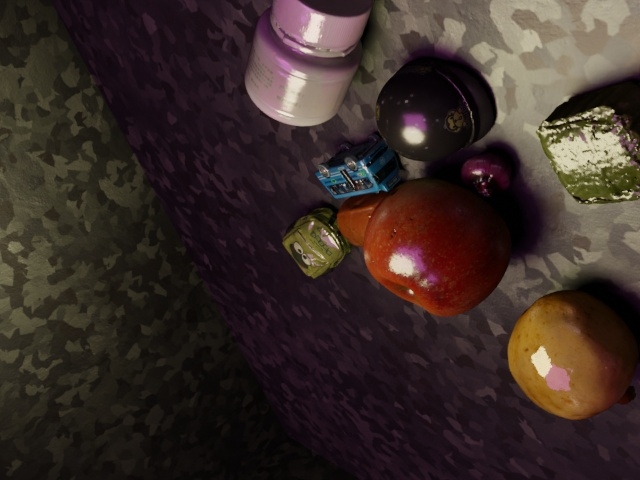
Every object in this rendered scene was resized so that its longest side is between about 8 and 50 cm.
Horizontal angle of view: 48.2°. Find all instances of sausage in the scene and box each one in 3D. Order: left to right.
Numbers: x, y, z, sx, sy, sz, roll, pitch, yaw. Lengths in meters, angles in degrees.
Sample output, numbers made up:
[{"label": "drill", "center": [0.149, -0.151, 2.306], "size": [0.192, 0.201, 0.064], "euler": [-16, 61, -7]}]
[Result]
[{"label": "sausage", "center": [0.148, -0.060, 1.975], "size": [0.141, 0.153, 0.268], "euler": [49, 155, -17]}]

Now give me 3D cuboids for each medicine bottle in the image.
[{"label": "medicine bottle", "center": [-0.027, -0.455, 1.648], "size": [0.256, 0.256, 0.325], "euler": [42, 142, 15]}]

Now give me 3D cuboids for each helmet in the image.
[{"label": "helmet", "center": [0.230, -0.272, 1.596], "size": [0.278, 0.160, 0.231], "euler": [12, 133, 51]}]

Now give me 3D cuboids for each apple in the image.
[{"label": "apple", "center": [0.273, 0.016, 1.709], "size": [0.348, 0.277, 0.348], "euler": [35, 173, 5]}]

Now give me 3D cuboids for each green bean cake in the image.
[{"label": "green bean cake", "center": [0.531, -0.172, 1.326], "size": [0.200, 0.113, 0.214], "euler": [58, 151, -13]}]

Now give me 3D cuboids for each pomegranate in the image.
[{"label": "pomegranate", "center": [0.570, 0.255, 1.634], "size": [0.307, 0.307, 0.307], "euler": [35, 149, 26]}]

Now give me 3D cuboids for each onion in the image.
[{"label": "onion", "center": [0.372, -0.143, 1.606], "size": [0.115, 0.105, 0.115], "euler": [7, 152, 4]}]

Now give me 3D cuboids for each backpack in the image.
[{"label": "backpack", "center": [0.000, 0.000, 2.290], "size": [0.207, 0.140, 0.253], "euler": [51, 146, -1]}]

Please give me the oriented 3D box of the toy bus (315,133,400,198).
[{"label": "toy bus", "center": [0.101, -0.192, 1.927], "size": [0.134, 0.113, 0.246], "euler": [54, 154, -17]}]
